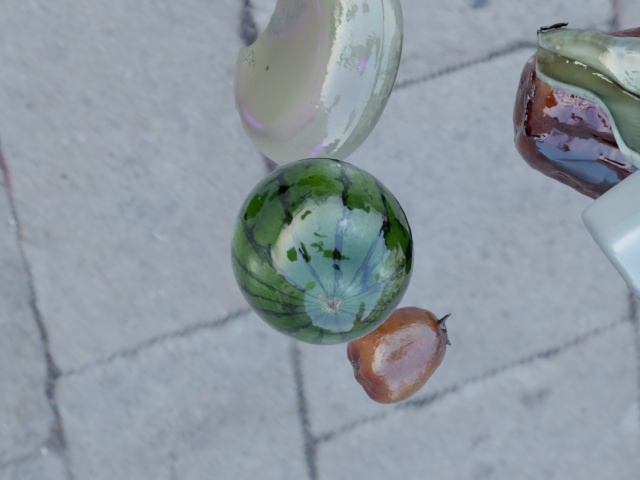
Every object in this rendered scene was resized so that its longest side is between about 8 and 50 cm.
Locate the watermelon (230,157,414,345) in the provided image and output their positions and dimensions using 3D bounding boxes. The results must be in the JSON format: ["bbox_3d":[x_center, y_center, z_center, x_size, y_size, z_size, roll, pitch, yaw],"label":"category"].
[{"bbox_3d":[0.001,0.001,0.946,0.109,0.109,0.109,-10,113,-25],"label":"watermelon"}]

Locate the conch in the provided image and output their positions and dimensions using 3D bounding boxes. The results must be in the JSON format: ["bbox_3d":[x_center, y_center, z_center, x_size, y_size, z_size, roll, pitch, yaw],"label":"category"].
[{"bbox_3d":[0.236,-0.058,0.959,0.114,0.234,0.137,43,44,-43],"label":"conch"}]

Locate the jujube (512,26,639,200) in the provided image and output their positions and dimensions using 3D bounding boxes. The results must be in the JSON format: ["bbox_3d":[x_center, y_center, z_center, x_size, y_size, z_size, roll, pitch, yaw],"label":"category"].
[{"bbox_3d":[0.338,-0.120,1.765,0.290,0.197,0.197,7,107,-4],"label":"jujube"}]

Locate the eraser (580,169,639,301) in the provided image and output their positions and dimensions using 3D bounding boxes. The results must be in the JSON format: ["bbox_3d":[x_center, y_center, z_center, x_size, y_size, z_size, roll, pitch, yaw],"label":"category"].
[{"bbox_3d":[0.308,-0.062,1.126,0.290,0.189,0.104,-36,92,7],"label":"eraser"}]

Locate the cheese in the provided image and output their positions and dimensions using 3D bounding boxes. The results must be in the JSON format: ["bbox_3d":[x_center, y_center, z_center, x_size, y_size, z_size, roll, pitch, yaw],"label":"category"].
[{"bbox_3d":[0.021,-0.191,1.461,0.082,0.163,0.286,5,126,-35],"label":"cheese"}]

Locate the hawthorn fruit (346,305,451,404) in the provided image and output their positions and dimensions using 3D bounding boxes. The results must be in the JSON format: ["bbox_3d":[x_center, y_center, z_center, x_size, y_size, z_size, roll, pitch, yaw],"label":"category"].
[{"bbox_3d":[0.072,0.094,1.539,0.093,0.081,0.081,-21,117,-10],"label":"hawthorn fruit"}]
